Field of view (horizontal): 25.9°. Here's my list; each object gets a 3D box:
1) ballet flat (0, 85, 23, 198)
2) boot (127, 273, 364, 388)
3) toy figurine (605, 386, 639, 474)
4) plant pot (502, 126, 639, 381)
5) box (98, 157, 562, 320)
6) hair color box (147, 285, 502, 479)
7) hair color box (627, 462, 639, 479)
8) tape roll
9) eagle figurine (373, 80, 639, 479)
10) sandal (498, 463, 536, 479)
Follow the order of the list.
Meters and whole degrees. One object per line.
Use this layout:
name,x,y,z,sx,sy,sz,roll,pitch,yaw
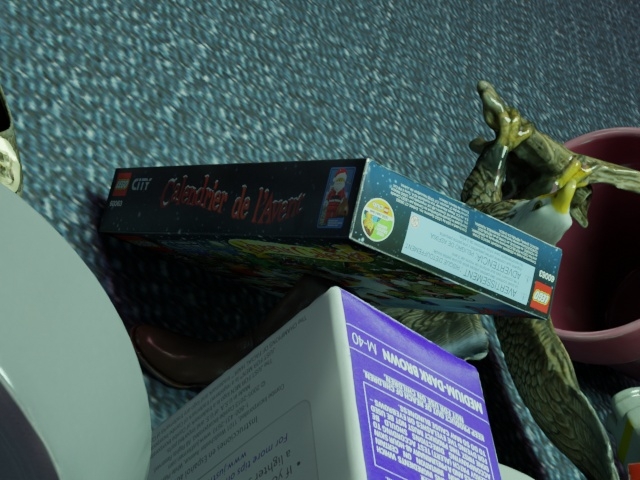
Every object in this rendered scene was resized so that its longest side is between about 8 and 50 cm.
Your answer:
ballet flat,-0.219,-0.110,0.802,0.084,0.058,0.250,16,43,-44
boot,-0.038,0.049,0.799,0.106,0.114,0.037,28,38,-31
toy figurine,0.352,0.166,1.083,0.209,0.213,0.148,37,19,-36
plant pot,0.271,0.032,1.187,0.180,0.201,0.201,41,26,-45
box,0.000,0.000,0.816,0.159,0.233,0.044,21,77,-39
hair color box,-0.003,0.207,0.584,0.110,0.185,0.339,32,33,-30
hair color box,0.259,0.193,0.927,0.141,0.043,0.072,24,60,-43
tape roll,-0.173,0.069,0.482,0.219,0.219,0.072,43,30,-11
eagle figurine,0.127,0.035,0.998,0.225,0.226,0.298,67,34,-53
sandal,0.166,0.303,0.795,0.169,0.102,0.416,-6,45,-40
